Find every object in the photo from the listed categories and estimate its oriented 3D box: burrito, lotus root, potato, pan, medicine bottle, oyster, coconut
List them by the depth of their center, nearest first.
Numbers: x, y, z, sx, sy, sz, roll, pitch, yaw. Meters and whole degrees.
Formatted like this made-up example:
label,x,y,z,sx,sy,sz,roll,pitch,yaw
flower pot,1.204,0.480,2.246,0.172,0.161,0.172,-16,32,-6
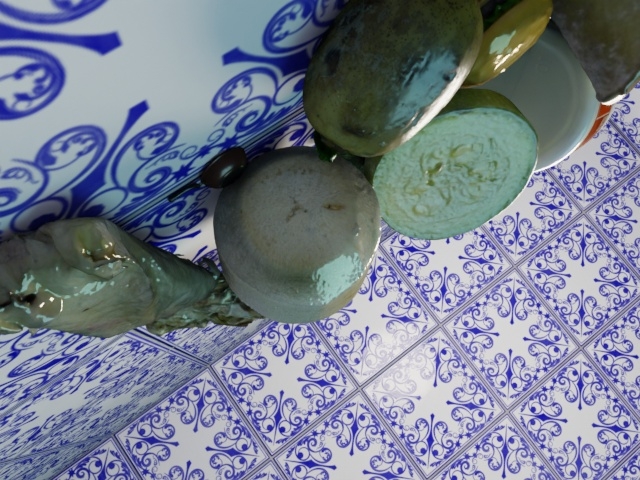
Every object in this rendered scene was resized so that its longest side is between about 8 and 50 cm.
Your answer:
label,x,y,z,sx,sy,sz,roll,pitch,yaw
lotus root,0.089,-0.203,0.576,0.278,0.154,0.154,-51,165,29
burrito,-0.256,0.051,0.660,0.175,0.107,0.348,-21,170,7
pan,-0.138,-0.075,0.707,0.115,0.023,0.068,-36,172,-9
potato,0.432,-0.351,0.765,0.211,0.264,0.189,-19,170,-45
coconut,-0.033,0.001,0.822,0.237,0.237,0.266,-35,172,-14
medicine bottle,0.375,-0.259,0.990,0.240,0.252,0.252,-25,165,-49
oyster,-0.167,0.108,1.022,0.351,0.115,0.238,-14,176,14

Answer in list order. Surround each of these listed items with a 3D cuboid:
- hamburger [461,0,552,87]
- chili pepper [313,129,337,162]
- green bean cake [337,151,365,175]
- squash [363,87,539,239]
label,x,y,z,sx,sy,sz,roll,pitch,yaw
hamburger,0.219,-0.281,0.732,0.162,0.115,0.162,-37,173,-5
chili pepper,0.046,-0.184,0.702,0.182,0.073,0.050,-44,-167,11
green bean cake,0.139,-0.129,0.912,0.193,0.208,0.107,-30,166,-50
squash,0.186,-0.099,0.816,0.252,0.049,0.252,-8,136,-8
